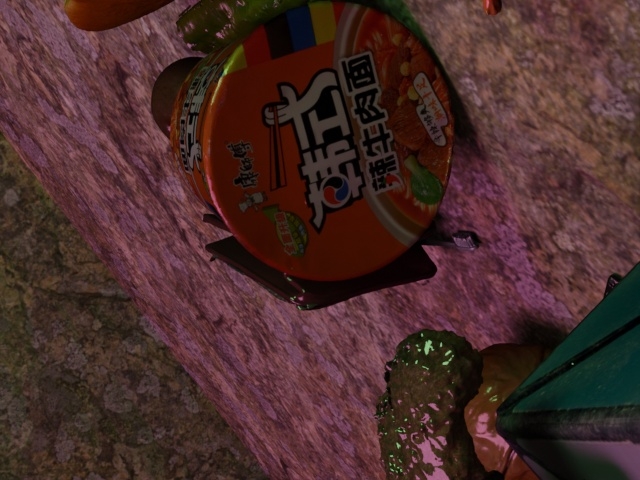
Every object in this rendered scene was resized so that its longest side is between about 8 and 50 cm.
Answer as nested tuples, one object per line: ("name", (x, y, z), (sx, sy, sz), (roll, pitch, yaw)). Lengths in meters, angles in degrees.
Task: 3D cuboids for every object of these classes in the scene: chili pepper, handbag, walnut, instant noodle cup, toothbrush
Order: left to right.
("chili pepper", (-0.063, -0.240, 1.128), (0.085, 0.076, 0.359), (25, 170, -19))
("instant noodle cup", (-0.023, -0.100, 1.076), (0.250, 0.250, 0.192), (56, 165, -22))
("handbag", (0.000, -0.003, 1.256), (0.216, 0.203, 0.074), (27, 121, 52))
("toothbrush", (0.110, -0.003, 1.288), (0.019, 0.016, 0.219), (57, 158, -19))
("walnut", (0.221, 0.197, 1.230), (0.167, 0.167, 0.207), (39, 160, 23))

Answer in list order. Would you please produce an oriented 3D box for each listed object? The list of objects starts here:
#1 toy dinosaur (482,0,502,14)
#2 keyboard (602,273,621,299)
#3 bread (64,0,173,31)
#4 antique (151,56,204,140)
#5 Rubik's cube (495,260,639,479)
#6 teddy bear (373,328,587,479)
("toy dinosaur", (0.132, -0.215, 0.804), (0.279, 0.055, 0.101), (38, 135, 30))
("keyboard", (0.343, 0.105, 1.024), (0.204, 0.013, 0.061), (38, 157, 26))
("bread", (-0.193, -0.311, 1.135), (0.121, 0.174, 0.245), (65, 161, 12))
("antique", (-0.093, -0.140, 1.285), (0.257, 0.121, 0.143), (21, 154, 47))
("Rubik's cube", (0.318, 0.132, 0.777), (0.255, 0.259, 0.260), (50, 158, -2))
("teddy bear", (0.111, 0.191, 0.765), (0.251, 0.129, 0.182), (46, 164, 8))
